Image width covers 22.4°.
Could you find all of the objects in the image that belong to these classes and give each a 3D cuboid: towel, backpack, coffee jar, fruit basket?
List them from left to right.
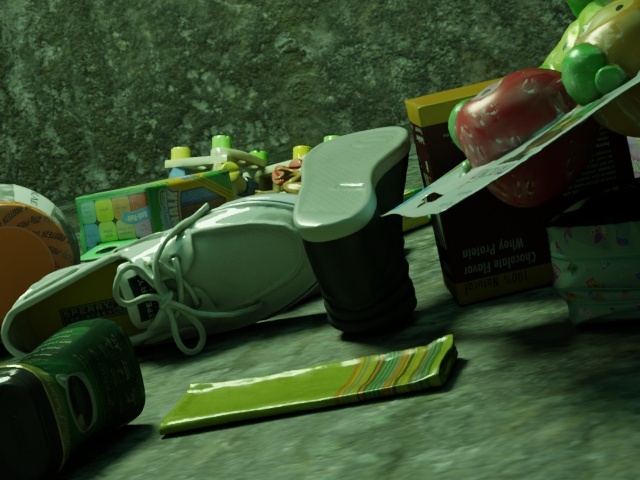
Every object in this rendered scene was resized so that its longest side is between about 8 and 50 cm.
[{"bbox_3d":[-0.215,0.130,1.289,0.079,0.096,0.184,-13,7,22],"label":"coffee jar"},{"bbox_3d":[-0.009,0.117,1.313,0.237,0.021,0.102,-11,7,13],"label":"towel"},{"bbox_3d":[0.208,-0.128,1.315,0.353,0.165,0.327,-28,3,-4],"label":"fruit basket"},{"bbox_3d":[0.269,0.005,1.310,0.182,0.115,0.152,-9,0,37],"label":"backpack"}]

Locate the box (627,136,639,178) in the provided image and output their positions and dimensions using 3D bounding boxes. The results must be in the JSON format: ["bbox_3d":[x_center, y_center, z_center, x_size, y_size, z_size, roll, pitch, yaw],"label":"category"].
[{"bbox_3d":[0.444,-0.130,1.705,0.243,0.117,0.213,-31,8,0],"label":"box"}]

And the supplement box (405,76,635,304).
[{"bbox_3d":[0.199,-0.060,1.580,0.191,0.194,0.129,-13,8,-1],"label":"supplement box"}]

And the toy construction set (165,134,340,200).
[{"bbox_3d":[-0.050,-0.085,2.309,0.215,0.151,0.327,12,-2,-41],"label":"toy construction set"}]

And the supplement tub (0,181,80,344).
[{"bbox_3d":[-0.404,0.023,1.981,0.193,0.194,0.316,-16,8,-18],"label":"supplement tub"}]

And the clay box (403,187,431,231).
[{"bbox_3d":[0.038,-0.023,2.084,0.222,0.053,0.127,-21,11,-41],"label":"clay box"}]

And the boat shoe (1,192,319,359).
[{"bbox_3d":[-0.163,0.048,1.635,0.367,0.136,0.156,-14,7,16],"label":"boat shoe"}]

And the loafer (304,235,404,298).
[{"bbox_3d":[0.000,0.000,1.834,0.109,0.095,0.302,-7,10,35],"label":"loafer"}]

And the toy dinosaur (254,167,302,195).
[{"bbox_3d":[-0.013,-0.059,2.066,0.211,0.064,0.112,-24,23,4],"label":"toy dinosaur"}]

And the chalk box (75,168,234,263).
[{"bbox_3d":[-0.218,-0.007,2.043,0.132,0.132,0.213,-6,5,35],"label":"chalk box"}]

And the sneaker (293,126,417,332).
[{"bbox_3d":[0.043,-0.009,1.581,0.104,0.147,0.296,-10,22,14],"label":"sneaker"}]
